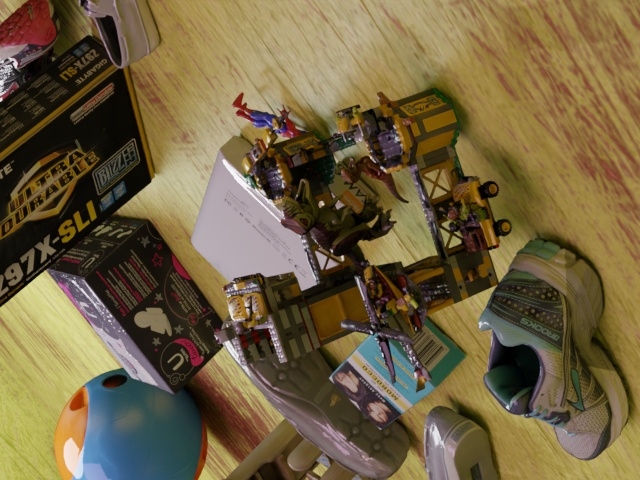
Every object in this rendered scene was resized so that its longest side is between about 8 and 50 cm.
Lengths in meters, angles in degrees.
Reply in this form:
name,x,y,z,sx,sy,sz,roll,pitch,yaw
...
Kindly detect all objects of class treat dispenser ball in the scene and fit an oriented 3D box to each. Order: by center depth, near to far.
name,x,y,z,sx,sy,sz,roll,pitch,yaw
treat dispenser ball,-0.357,0.384,2.478,0.288,0.288,0.288,38,156,20

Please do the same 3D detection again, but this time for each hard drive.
name,x,y,z,sx,sy,sz,roll,pitch,yaw
hard drive,-0.067,0.006,1.663,0.203,0.040,0.307,44,158,6

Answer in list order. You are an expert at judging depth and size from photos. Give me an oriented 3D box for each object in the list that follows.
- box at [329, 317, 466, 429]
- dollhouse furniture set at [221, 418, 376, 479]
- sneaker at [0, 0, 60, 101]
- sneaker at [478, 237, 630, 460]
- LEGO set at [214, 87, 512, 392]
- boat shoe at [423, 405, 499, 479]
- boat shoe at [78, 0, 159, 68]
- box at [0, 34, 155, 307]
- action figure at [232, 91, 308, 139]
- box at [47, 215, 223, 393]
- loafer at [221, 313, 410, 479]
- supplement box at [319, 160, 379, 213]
name,x,y,z,sx,sy,sz,roll,pitch,yaw
box,0.089,0.156,1.613,0.100,0.060,0.244,44,157,5
dollhouse furniture set,-0.013,0.412,2.087,0.242,0.161,0.212,24,149,43
sneaker,-0.387,-0.231,1.721,0.112,0.121,0.299,45,158,-10
sneaker,0.212,0.130,1.274,0.110,0.122,0.283,25,149,43
LEGO set,0.000,0.000,1.237,0.331,0.192,0.255,2,110,57
boat shoe,0.175,0.292,1.687,0.081,0.079,0.227,40,154,38
boat shoe,-0.240,-0.272,1.468,0.066,0.063,0.184,32,154,31
box,-0.370,-0.075,1.689,0.079,0.322,0.257,38,156,22
action figure,-0.041,-0.123,1.417,0.115,0.030,0.038,33,160,17
box,-0.289,0.101,2.074,0.163,0.142,0.247,7,135,56
loafer,-0.018,0.222,1.846,0.319,0.112,0.111,43,149,6
supplement box,0.022,-0.037,1.437,0.062,0.036,0.098,44,158,7
